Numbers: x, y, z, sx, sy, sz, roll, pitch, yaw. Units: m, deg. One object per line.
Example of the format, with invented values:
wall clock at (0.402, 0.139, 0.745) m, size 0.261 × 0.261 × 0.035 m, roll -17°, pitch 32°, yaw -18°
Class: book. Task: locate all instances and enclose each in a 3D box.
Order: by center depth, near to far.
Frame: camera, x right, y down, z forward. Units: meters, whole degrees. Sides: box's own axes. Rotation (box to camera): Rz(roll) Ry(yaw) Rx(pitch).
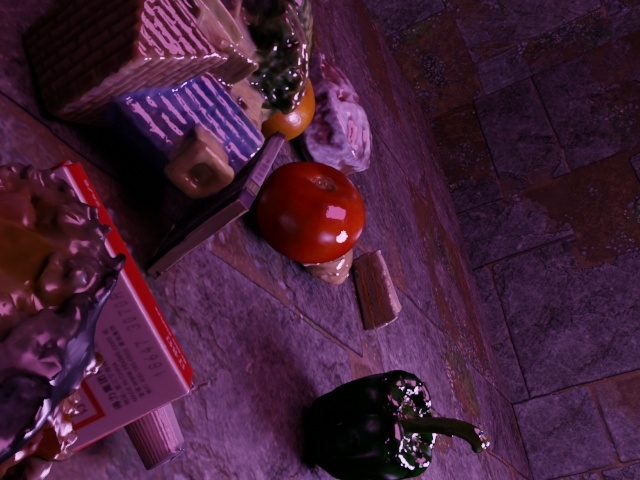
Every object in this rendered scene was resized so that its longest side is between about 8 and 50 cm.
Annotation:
book at (-0.128, -0.055, 0.835) m, size 0.026 × 0.157 × 0.231 m, roll 47°, pitch 25°, yaw -17°

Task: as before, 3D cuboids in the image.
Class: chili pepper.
chili pepper at (0.112, 0.276, 0.981) m, size 0.174 × 0.261 × 0.165 m, roll 38°, pitch 40°, yaw -48°

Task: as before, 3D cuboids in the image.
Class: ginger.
ginger at (-0.001, -0.004, 1.242) m, size 0.122 × 0.115 × 0.193 m, roll 78°, pitch -2°, yaw -50°

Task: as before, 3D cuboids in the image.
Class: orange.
orange at (-0.086, -0.256, 1.182) m, size 0.159 × 0.136 × 0.159 m, roll 30°, pitch 54°, yaw -54°

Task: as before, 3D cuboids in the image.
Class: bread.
bread at (0.115, 0.107, 1.437) m, size 0.152 × 0.077 × 0.105 m, roll 67°, pitch 18°, yaw -3°

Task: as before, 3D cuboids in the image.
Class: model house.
model house at (-0.154, -0.212, 0.782) m, size 0.321 × 0.261 × 0.266 m, roll 49°, pitch 29°, yaw -33°

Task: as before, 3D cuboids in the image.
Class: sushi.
sushi at (-0.239, 0.072, 0.380) m, size 0.225 × 0.218 × 0.238 m, roll 37°, pitch 48°, yaw 9°

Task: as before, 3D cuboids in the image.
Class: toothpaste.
toothpaste at (-0.204, 0.085, 0.643) m, size 0.099 × 0.068 × 0.282 m, roll 112°, pitch -46°, yaw -78°

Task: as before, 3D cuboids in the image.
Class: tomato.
tomato at (-0.017, -0.045, 1.100) m, size 0.195 × 0.136 × 0.195 m, roll 17°, pitch 33°, yaw -11°

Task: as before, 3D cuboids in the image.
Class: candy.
candy at (0.018, -0.273, 1.450) m, size 0.214 × 0.157 × 0.289 m, roll 7°, pitch 64°, yaw -74°

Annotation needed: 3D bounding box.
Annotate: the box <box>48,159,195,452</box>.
box at (-0.207, 0.061, 0.551) m, size 0.229 × 0.123 × 0.050 m, roll 64°, pitch -3°, yaw -12°
